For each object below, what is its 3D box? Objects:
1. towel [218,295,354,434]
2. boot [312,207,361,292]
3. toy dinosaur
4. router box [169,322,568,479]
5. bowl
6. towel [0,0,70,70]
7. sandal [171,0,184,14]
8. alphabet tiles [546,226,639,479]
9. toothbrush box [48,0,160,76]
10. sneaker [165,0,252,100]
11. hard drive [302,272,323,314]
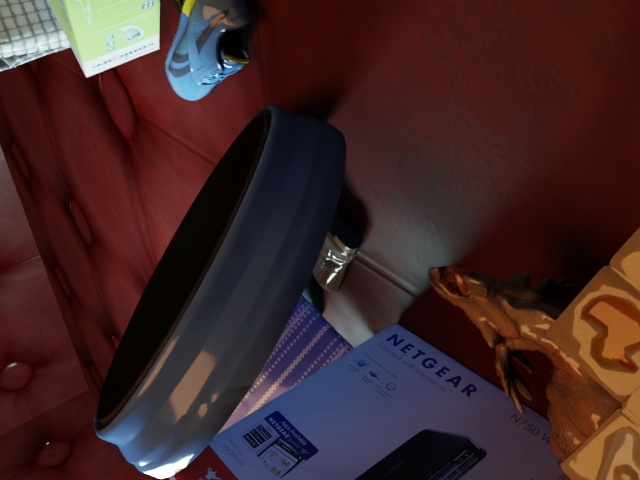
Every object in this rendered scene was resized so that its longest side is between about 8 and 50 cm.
[{"bbox_3d":[-0.028,0.228,0.871,0.336,0.040,0.243,44,104,21],"label":"towel"},{"bbox_3d":[0.000,0.000,0.808,0.106,0.037,0.114,55,154,19],"label":"boot"},{"bbox_3d":[0.204,0.135,0.489,0.200,0.127,0.295,5,116,57],"label":"toy dinosaur"},{"bbox_3d":[0.076,0.245,0.608,0.335,0.301,0.082,30,137,44],"label":"router box"},{"bbox_3d":[-0.113,0.038,0.690,0.077,0.391,0.391,29,155,-16],"label":"bowl"},{"bbox_3d":[-0.471,-0.409,1.026,0.121,0.235,0.283,-14,100,64],"label":"towel"},{"bbox_3d":[-0.154,-0.340,0.762,0.090,0.060,0.219,49,163,37],"label":"sandal"},{"bbox_3d":[0.276,0.063,0.293,0.285,0.011,0.342,47,121,26],"label":"alphabet tiles"},{"bbox_3d":[-0.297,-0.362,0.839,0.206,0.122,0.283,63,164,1],"label":"toothbrush box"},{"bbox_3d":[-0.131,-0.217,0.805,0.082,0.069,0.209,54,150,8],"label":"sneaker"},{"bbox_3d":[-0.047,0.037,0.919,0.135,0.022,0.094,35,140,40],"label":"hard drive"}]
